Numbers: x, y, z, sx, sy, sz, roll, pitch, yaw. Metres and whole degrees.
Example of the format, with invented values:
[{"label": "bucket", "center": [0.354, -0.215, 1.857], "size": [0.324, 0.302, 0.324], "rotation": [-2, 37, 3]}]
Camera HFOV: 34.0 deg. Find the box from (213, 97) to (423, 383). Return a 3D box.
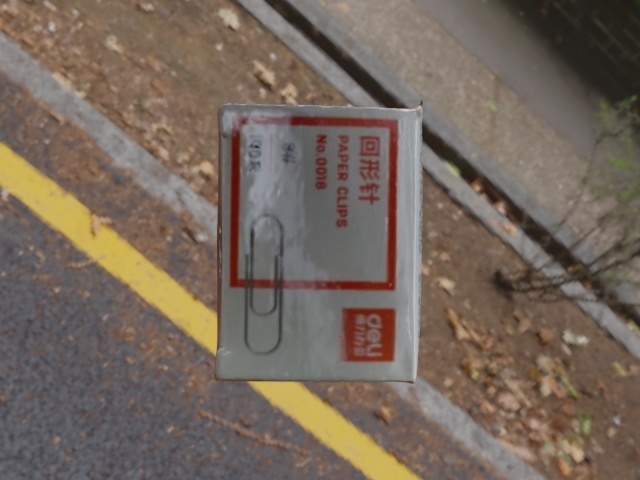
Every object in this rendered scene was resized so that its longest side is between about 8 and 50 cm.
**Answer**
[{"label": "box", "center": [0.000, 0.000, 0.681], "size": [0.133, 0.182, 0.099], "rotation": [2, 0, 2]}]
